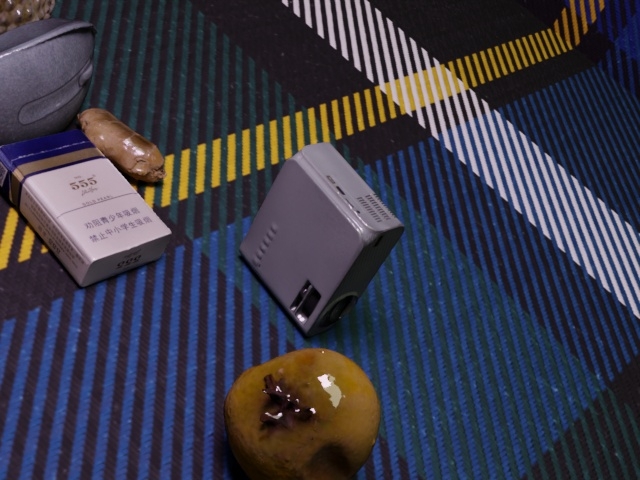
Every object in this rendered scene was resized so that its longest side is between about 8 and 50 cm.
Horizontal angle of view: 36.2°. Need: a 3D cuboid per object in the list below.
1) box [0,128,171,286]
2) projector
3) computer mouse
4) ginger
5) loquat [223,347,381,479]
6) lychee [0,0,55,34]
[{"bbox_3d":[-0.375,-0.058,1.530,0.259,0.071,0.168,46,40,20],"label":"box"},{"bbox_3d":[0.000,0.000,1.570,0.108,0.250,0.198,-15,56,-44],"label":"projector"},{"bbox_3d":[-0.475,-0.237,1.570,0.114,0.203,0.374,29,43,25],"label":"computer mouse"},{"bbox_3d":[-0.344,-0.164,1.672,0.190,0.069,0.095,34,7,7],"label":"ginger"},{"bbox_3d":[-0.022,0.245,1.318,0.213,0.213,0.213,18,39,-16],"label":"loquat"},{"bbox_3d":[-0.578,-0.411,1.648,0.255,0.255,0.274,6,74,-29],"label":"lychee"}]
